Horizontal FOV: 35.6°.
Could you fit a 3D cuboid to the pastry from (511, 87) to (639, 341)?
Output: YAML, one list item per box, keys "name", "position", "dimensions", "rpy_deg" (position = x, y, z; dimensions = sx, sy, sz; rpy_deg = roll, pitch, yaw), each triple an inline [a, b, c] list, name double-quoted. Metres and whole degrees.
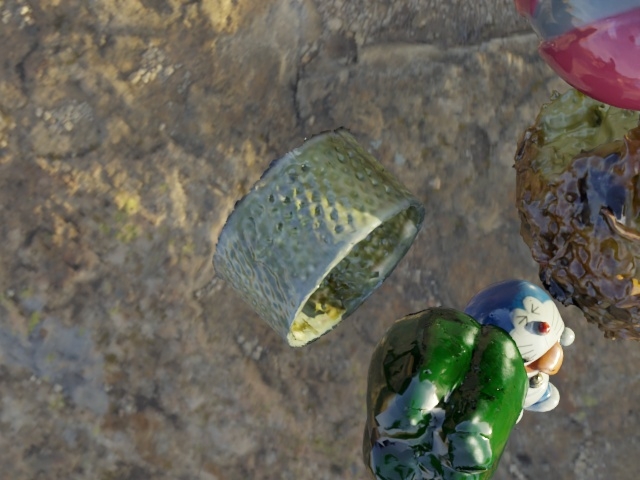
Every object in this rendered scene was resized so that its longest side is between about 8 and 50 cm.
- name: "pastry"
  position: [0.411, -0.029, 1.311]
  dimensions: [0.292, 0.405, 0.337]
  rpy_deg: [-28, 108, 8]

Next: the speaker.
- name: "speaker"
  position: [0.332, -0.280, 0.978]
  dimensions: [0.294, 0.294, 0.294]
  rpy_deg: [4, 117, 8]

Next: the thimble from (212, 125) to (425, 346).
- name: "thimble"
  position: [0.000, 0.000, 1.309]
  dimensions: [0.150, 0.271, 0.271]
  rpy_deg: [44, 118, 17]

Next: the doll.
- name: "doll"
  position: [0.309, 0.188, 1.594]
  dimensions: [0.215, 0.161, 0.257]
  rpy_deg: [-29, 126, -14]

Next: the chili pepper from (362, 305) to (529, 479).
- name: "chili pepper"
  position: [0.173, 0.239, 1.417]
  dimensions: [0.233, 0.257, 0.249]
  rpy_deg: [5, 118, 14]
